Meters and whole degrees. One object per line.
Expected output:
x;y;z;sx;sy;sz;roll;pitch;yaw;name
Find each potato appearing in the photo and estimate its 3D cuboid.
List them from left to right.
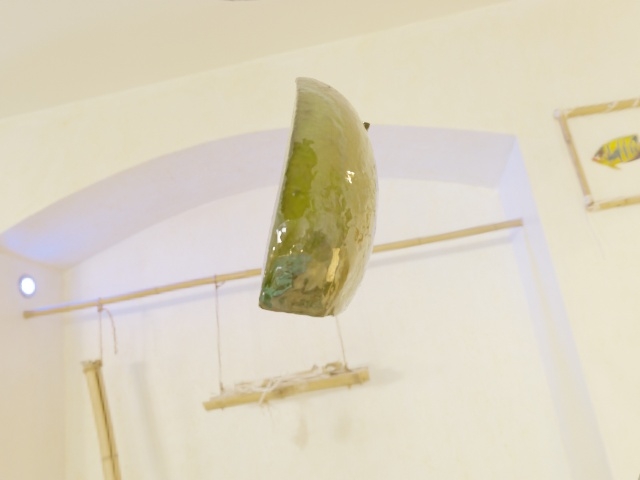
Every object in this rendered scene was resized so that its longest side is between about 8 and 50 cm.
0.000;0.000;0.551;0.112;0.269;0.255;9;26;-4;potato

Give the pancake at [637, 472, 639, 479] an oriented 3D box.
0.219;0.255;0.347;0.245;0.266;0.057;12;-61;-11;pancake
